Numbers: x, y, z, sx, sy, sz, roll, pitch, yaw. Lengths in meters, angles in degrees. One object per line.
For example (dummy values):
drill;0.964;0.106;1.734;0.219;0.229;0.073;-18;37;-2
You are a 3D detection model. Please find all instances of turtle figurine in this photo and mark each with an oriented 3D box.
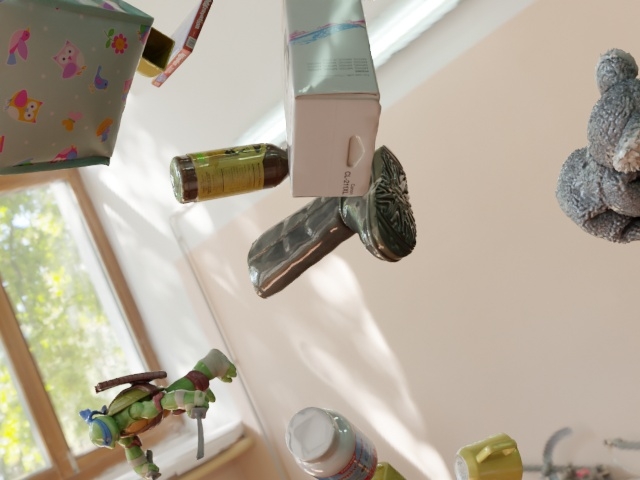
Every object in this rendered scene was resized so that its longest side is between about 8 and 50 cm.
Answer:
turtle figurine;-0.240;0.320;1.226;0.274;0.198;0.266;17;27;25

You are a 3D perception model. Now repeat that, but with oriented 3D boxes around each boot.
boot;0.001;0.002;0.785;0.208;0.076;0.190;-30;24;23

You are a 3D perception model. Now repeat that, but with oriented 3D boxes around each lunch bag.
lunch bag;-0.357;-0.200;0.839;0.262;0.160;0.224;-13;-49;-55

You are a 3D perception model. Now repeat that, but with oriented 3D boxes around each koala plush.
koala plush;0.401;-0.119;0.930;0.203;0.196;0.221;-9;-35;19

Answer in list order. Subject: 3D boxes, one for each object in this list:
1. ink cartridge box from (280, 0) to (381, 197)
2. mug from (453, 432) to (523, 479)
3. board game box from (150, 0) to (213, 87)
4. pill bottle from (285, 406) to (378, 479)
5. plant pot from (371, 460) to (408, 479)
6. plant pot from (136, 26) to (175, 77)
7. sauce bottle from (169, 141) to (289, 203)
ink cartridge box;0.003;-0.144;0.659;0.072;0.175;0.128;-2;-37;-5
mug;0.191;0.253;0.835;0.064;0.078;0.062;-5;20;-19
board game box;-0.334;-0.469;1.717;0.027;0.145;0.281;26;-16;-23
pill bottle;0.014;0.274;0.949;0.087;0.087;0.160;-26;-35;8
plant pot;0.063;0.454;1.046;0.212;0.187;0.212;-22;11;17
plant pot;-0.363;-0.384;1.487;0.081;0.081;0.083;27;-28;-29
sauce bottle;-0.160;-0.160;1.611;0.344;0.112;0.111;-12;-11;-26
